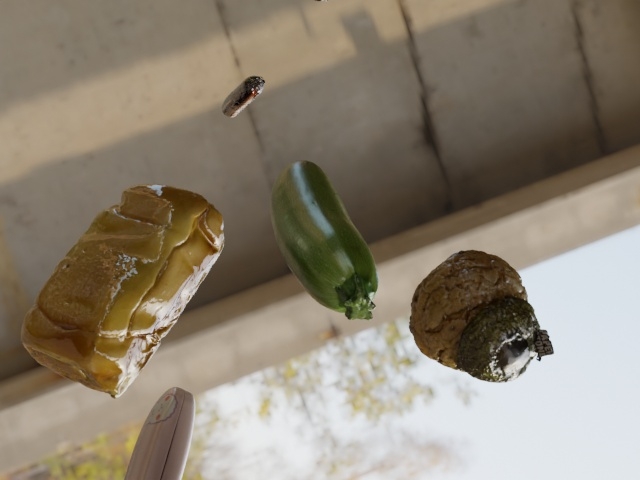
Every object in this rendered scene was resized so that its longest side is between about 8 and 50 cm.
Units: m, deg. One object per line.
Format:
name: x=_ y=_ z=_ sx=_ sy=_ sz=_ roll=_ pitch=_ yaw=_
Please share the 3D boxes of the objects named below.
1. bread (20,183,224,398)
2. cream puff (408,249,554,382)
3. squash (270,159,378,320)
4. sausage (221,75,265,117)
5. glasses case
bread: x=-0.255 y=0.058 z=1.941 sx=0.167 sy=0.294 sz=0.132 roll=13 pitch=-32 yaw=36
cream puff: x=0.238 y=0.119 z=2.027 sx=0.169 sy=0.183 sz=0.183 roll=37 pitch=-33 yaw=50
squash: x=0.000 y=0.000 z=1.929 sx=0.395 sy=0.107 sz=0.107 roll=-118 pitch=-168 yaw=-61
sausage: x=-0.091 y=-0.165 z=1.688 sx=0.025 sy=0.028 sz=0.198 roll=46 pitch=-11 yaw=-7
glasses case: x=-0.246 y=0.352 z=2.135 sx=0.113 sy=0.075 sz=0.296 roll=-49 pitch=-159 yaw=53
